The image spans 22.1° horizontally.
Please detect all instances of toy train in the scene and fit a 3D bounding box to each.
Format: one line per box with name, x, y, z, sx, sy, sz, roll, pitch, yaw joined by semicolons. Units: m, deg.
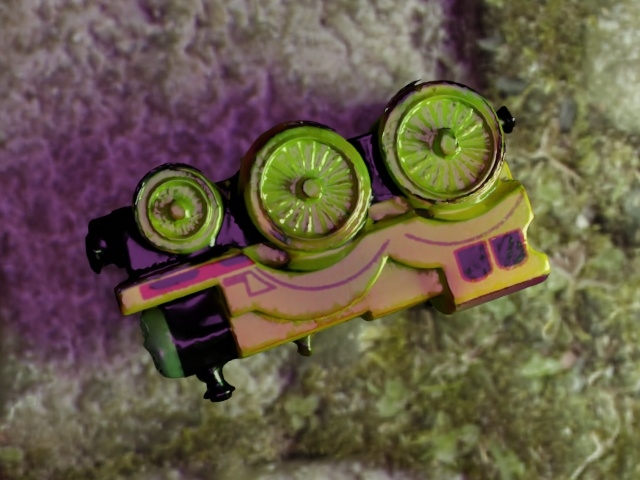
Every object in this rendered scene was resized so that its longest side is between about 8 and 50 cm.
toy train;0.000;0.000;1.075;0.296;0.100;0.161;-17;90;-7
